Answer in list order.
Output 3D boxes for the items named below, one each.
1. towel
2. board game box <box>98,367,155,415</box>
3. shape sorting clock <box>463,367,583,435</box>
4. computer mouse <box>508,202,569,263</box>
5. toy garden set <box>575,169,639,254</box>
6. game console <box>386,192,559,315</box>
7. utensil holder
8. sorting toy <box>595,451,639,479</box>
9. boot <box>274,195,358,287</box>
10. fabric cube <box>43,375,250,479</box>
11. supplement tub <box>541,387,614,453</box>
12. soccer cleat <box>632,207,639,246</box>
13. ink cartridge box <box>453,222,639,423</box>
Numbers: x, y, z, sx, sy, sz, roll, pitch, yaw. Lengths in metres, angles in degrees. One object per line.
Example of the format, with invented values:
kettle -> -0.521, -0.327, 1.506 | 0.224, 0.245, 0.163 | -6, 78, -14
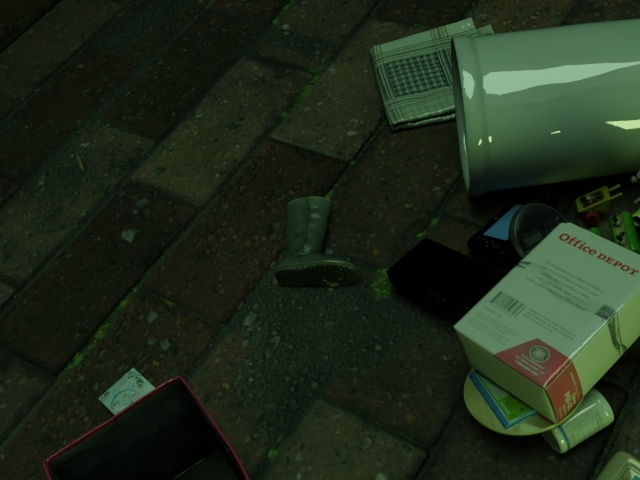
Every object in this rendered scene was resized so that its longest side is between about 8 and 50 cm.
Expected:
towel -> 0.297, -0.409, 2.084 | 0.324, 0.056, 0.312 | -12, 48, 4
board game box -> -0.368, 0.304, 1.671 | 0.090, 0.020, 0.090 | 32, 64, 35
shape sorting clock -> 0.346, 0.248, 1.466 | 0.206, 0.040, 0.206 | -19, 35, 14
computer mouse -> 0.431, 0.061, 1.598 | 0.188, 0.072, 0.272 | -24, 80, -11
toy garden set -> 0.590, -0.063, 1.632 | 0.244, 0.049, 0.204 | -32, 32, 31
game console -> 0.319, 0.010, 1.709 | 0.361, 0.044, 0.213 | -38, 41, -24
utensil holder -> 0.474, -0.273, 1.749 | 0.385, 0.327, 0.327 | -6, 49, 6
sorting toy -> 0.493, 0.434, 1.316 | 0.196, 0.047, 0.348 | 30, 63, 33
boot -> 0.001, -0.002, 1.812 | 0.190, 0.076, 0.208 | 3, 44, 14
fabric cube -> -0.237, 0.428, 1.373 | 0.259, 0.258, 0.254 | -32, 49, -13
supplement tub -> 0.423, 0.299, 1.435 | 0.107, 0.071, 0.071 | -29, 49, -11
soccer cleat -> 0.667, -0.066, 1.671 | 0.121, 0.093, 0.289 | 7, 52, 29
ink cartridge box -> 0.397, 0.129, 1.428 | 0.283, 0.117, 0.207 | -41, 42, -14
